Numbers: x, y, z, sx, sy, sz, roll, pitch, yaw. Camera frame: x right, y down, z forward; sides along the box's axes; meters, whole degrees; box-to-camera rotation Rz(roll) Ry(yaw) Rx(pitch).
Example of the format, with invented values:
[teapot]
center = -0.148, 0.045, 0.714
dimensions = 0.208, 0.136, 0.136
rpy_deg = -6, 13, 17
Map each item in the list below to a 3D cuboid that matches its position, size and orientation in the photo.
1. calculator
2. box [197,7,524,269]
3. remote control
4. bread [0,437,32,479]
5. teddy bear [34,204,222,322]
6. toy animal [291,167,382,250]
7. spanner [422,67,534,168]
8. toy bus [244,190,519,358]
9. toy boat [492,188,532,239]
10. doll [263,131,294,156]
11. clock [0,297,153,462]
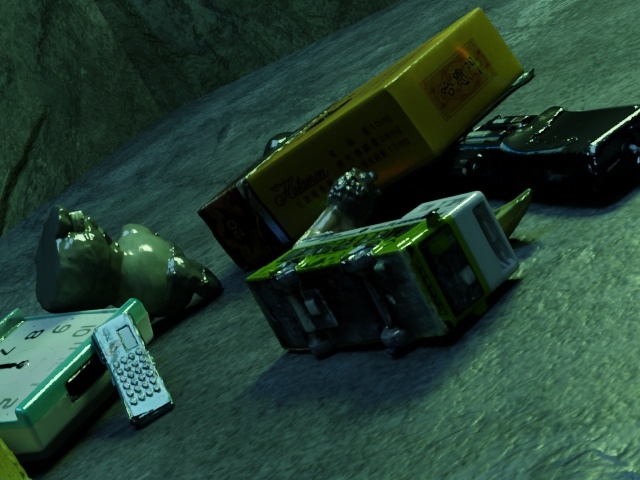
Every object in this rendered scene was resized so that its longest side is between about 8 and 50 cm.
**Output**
[calculator]
center = -0.218, 0.146, 1.596
dimensions = 0.057, 0.018, 0.172
rpy_deg = -27, 42, -6
[box]
center = 0.046, -0.128, 1.873
dimensions = 0.415, 0.116, 0.264
rpy_deg = -29, 11, 46
[remote control]
center = 0.252, -0.104, 1.559
dimensions = 0.144, 0.062, 0.399
rpy_deg = -35, 13, -15
[bread]
center = -0.404, 0.283, 1.458
dimensions = 0.186, 0.124, 0.257
rpy_deg = -37, 14, 0
[teddy bear]
center = -0.280, 0.047, 1.899
dimensions = 0.171, 0.251, 0.144
rpy_deg = -49, 43, 32
[toy animal]
center = 0.011, 0.014, 1.657
dimensions = 0.069, 0.086, 0.220
rpy_deg = -16, 38, 56
[spanner]
center = 0.216, -0.178, 2.007
dimensions = 0.071, 0.017, 0.302
rpy_deg = -16, 20, 50
[toy bus]
center = 0.051, 0.037, 1.392
dimensions = 0.139, 0.113, 0.301
rpy_deg = -34, 12, -31
[toy boat]
center = 0.152, -0.015, 1.448
dimensions = 0.172, 0.066, 0.065
rpy_deg = -16, 17, 46
[doll]
center = -0.023, -0.138, 2.264
dimensions = 0.179, 0.089, 0.102
rpy_deg = -11, -1, -38
[clock]
center = -0.355, 0.185, 1.708
dimensions = 0.231, 0.116, 0.262
rpy_deg = -7, 25, 30
